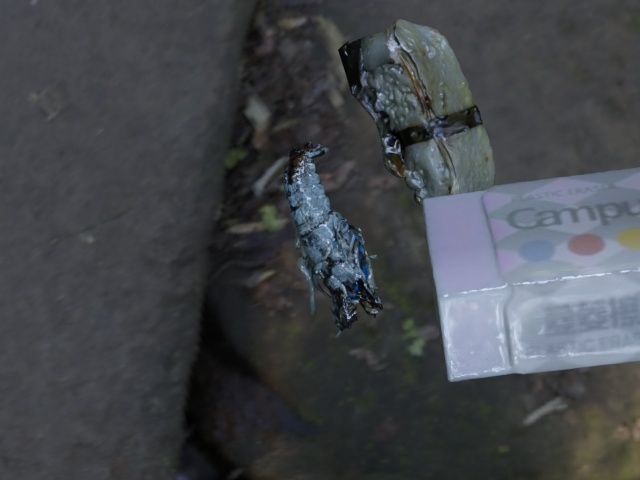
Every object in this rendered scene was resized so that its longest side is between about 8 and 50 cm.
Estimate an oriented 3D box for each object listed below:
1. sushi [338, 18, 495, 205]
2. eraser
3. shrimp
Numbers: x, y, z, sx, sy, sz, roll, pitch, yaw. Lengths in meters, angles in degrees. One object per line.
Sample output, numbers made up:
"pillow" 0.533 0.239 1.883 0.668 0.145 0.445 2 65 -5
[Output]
"sushi" 0.136 -0.129 1.848 0.134 0.109 0.272 -1 64 -42
"eraser" 0.301 0.019 1.484 0.397 0.213 0.082 -8 124 1
"shrimp" -0.003 0.000 1.414 0.076 0.082 0.174 -15 83 -56
